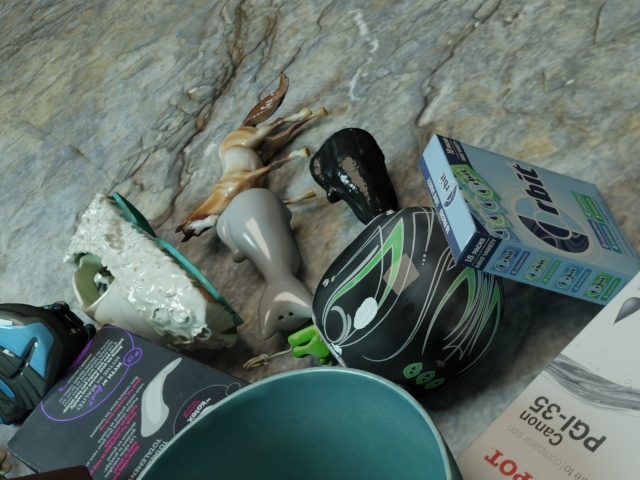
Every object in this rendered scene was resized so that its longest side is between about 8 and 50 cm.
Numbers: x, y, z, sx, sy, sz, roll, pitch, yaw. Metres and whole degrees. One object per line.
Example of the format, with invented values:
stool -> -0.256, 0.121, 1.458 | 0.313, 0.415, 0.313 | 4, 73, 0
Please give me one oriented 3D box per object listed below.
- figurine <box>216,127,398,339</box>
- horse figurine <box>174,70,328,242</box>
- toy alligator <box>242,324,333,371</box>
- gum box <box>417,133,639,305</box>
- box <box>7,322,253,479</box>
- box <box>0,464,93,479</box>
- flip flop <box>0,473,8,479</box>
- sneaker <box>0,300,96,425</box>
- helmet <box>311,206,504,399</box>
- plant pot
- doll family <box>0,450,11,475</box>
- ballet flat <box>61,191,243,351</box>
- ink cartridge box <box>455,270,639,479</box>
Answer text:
figurine -> 0.000, 0.000, 1.200 | 0.214, 0.092, 0.209 | -32, 40, 8
horse figurine -> -0.081, -0.104, 1.391 | 0.174, 0.066, 0.263 | -20, 39, 23
toy alligator -> 0.012, 0.102, 1.103 | 0.189, 0.056, 0.051 | -32, 76, 5
gum box -> 0.192, -0.018, 0.985 | 0.157, 0.184, 0.041 | -102, 33, -52
box -> -0.142, 0.208, 1.025 | 0.270, 0.143, 0.165 | 14, 61, 47
box -> -0.261, 0.296, 0.835 | 0.167, 0.203, 0.168 | -39, 70, 19
flip flop -> -0.247, 0.303, 1.033 | 0.080, 0.112, 0.277 | -49, 42, -11
sneaker -> -0.324, 0.111, 1.212 | 0.139, 0.125, 0.341 | -42, 5, -25
helmet -> 0.090, 0.053, 0.997 | 0.161, 0.169, 0.169 | -46, 34, 14
plant pot -> 0.003, 0.267, 0.796 | 0.290, 0.195, 0.290 | -22, 39, 19
doll family -> -0.428, 0.242, 1.249 | 0.193, 0.111, 0.076 | 15, 60, 47
ballet flat -> -0.213, 0.059, 1.268 | 0.147, 0.147, 0.409 | -42, 28, -8
ink cartridge box -> 0.268, 0.148, 0.781 | 0.283, 0.117, 0.207 | -43, 37, -10
